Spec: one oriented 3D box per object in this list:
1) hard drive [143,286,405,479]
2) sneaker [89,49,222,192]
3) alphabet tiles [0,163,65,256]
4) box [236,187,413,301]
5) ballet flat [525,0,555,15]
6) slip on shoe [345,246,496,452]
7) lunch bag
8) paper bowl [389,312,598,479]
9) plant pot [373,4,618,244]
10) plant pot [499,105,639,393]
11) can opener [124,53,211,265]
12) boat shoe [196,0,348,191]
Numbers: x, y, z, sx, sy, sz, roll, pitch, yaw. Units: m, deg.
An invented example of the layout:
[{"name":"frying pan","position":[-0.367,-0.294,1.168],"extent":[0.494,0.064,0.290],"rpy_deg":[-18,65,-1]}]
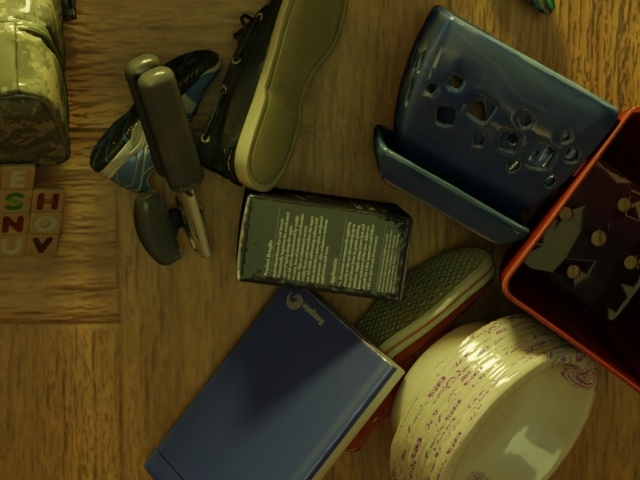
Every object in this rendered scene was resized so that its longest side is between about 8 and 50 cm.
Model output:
[{"name":"hard drive","position":[-0.065,0.227,1.551],"extent":[0.210,0.040,0.319],"rpy_deg":[40,94,36]},{"name":"sneaker","position":[-0.196,-0.152,1.550],"extent":[0.211,0.080,0.081],"rpy_deg":[-47,121,2]},{"name":"alphabet tiles","position":[-0.437,-0.020,1.503],"extent":[0.237,0.009,0.198],"rpy_deg":[-1,137,-21]},{"name":"box","position":[0.000,0.000,1.535],"extent":[0.207,0.153,0.108],"rpy_deg":[7,97,-4]},{"name":"ballet flat","position":[0.239,-0.368,1.558],"extent":[0.070,0.070,0.188],"rpy_deg":[-21,96,-1]},{"name":"slip on shoe","position":[0.108,0.140,1.586],"extent":[0.101,0.123,0.331],"rpy_deg":[40,96,-24]},{"name":"lunch bag","position":[-0.444,-0.220,1.447],"extent":[0.305,0.212,0.256],"rpy_deg":[-8,73,-2]},{"name":"paper bowl","position":[0.201,0.216,1.537],"extent":[0.284,0.284,0.148],"rpy_deg":[-52,54,3]},{"name":"plant pot","position":[0.192,-0.136,1.497],"extent":[0.236,0.236,0.212],"rpy_deg":[29,101,-7]},{"name":"plant pot","position":[0.378,0.010,1.521],"extent":[0.267,0.236,0.267],"rpy_deg":[36,94,-8]},{"name":"can opener","position":[-0.195,-0.084,1.484],"extent":[0.095,0.076,0.283],"rpy_deg":[-27,132,-17]},{"name":"boat shoe","position":[-0.063,-0.228,1.519],"extent":[0.113,0.127,0.340],"rpy_deg":[12,82,32]}]
